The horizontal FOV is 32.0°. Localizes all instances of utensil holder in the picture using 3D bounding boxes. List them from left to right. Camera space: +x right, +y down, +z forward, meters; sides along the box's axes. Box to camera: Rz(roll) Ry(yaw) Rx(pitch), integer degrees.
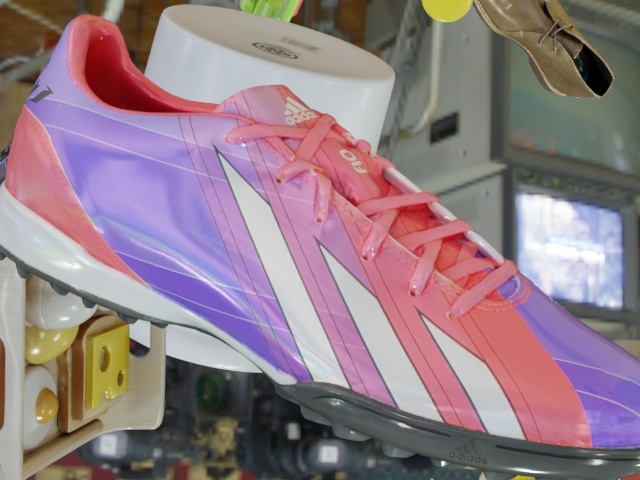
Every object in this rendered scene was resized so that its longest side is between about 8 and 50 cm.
[{"bbox_3d":[-0.101,-0.075,1.445,0.327,0.385,0.327,14,-159,-5],"label":"utensil holder"}]

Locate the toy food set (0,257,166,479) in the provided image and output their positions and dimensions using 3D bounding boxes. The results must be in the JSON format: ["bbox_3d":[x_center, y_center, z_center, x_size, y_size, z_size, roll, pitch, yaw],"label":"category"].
[{"bbox_3d":[-0.200,0.093,0.964,0.092,0.220,0.306,3,-174,14],"label":"toy food set"}]

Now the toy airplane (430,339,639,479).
[{"bbox_3d":[0.259,0.240,1.228,0.272,0.386,0.384,32,-174,9],"label":"toy airplane"}]

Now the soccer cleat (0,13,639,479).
[{"bbox_3d":[0.000,0.000,0.469,0.318,0.116,0.108,22,-166,21],"label":"soccer cleat"}]

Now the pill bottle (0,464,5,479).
[{"bbox_3d":[-0.200,0.217,0.632,0.112,0.187,0.112,-20,164,-6],"label":"pill bottle"}]

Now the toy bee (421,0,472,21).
[{"bbox_3d":[0.080,-0.302,1.147,0.162,0.195,0.298,-41,-179,-8],"label":"toy bee"}]

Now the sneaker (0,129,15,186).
[{"bbox_3d":[-0.280,-0.097,1.138,0.232,0.081,0.090,-7,127,40],"label":"sneaker"}]

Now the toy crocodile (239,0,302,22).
[{"bbox_3d":[-0.051,-0.425,1.747,0.105,0.340,0.115,22,130,-10],"label":"toy crocodile"}]

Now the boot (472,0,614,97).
[{"bbox_3d":[0.326,-0.315,1.615,0.305,0.112,0.115,40,179,-34],"label":"boot"}]
